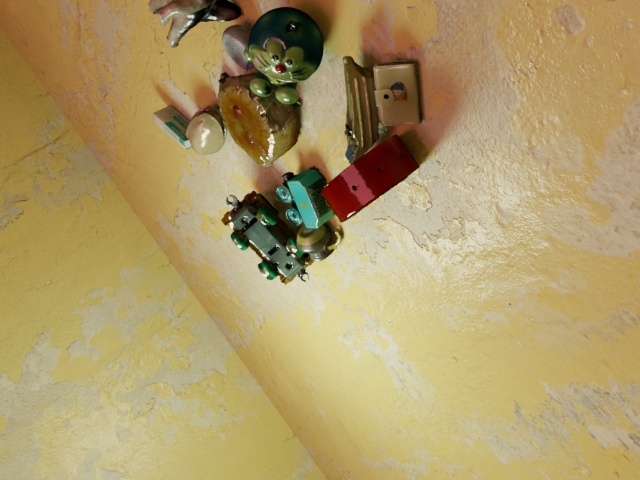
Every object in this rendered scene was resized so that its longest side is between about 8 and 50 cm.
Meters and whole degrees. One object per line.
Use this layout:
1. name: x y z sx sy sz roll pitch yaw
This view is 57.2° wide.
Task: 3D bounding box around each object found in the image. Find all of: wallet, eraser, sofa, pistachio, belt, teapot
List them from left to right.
1. eraser: -0.589 -0.469 2.432 0.225 0.095 0.052 41 148 23
2. pistachio: -0.436 -0.416 2.239 0.152 0.126 0.223 17 141 -2
3. sofa: -0.338 -0.504 2.059 0.085 0.060 0.147 48 151 14
4. teapot: 0.000 0.000 2.045 0.165 0.130 0.119 -10 133 25
5. belt: 0.120 -0.156 1.572 0.115 0.227 0.324 56 150 2
6. wallet: 0.186 -0.356 1.425 0.110 0.039 0.155 1 127 18

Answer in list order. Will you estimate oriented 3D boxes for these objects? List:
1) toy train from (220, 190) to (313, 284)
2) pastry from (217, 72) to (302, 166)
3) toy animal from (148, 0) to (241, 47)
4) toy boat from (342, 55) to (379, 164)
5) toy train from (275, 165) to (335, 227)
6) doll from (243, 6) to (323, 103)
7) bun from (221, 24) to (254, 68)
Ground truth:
1. toy train: -0.191 -0.018 2.194 0.429 0.178 0.249 47 -167 -13
2. pastry: -0.203 -0.399 1.888 0.329 0.136 0.330 38 149 28
3. toy animal: -0.348 -0.720 1.701 0.194 0.302 0.344 65 174 -8
4. toy boat: 0.103 -0.336 1.523 0.111 0.084 0.276 -102 6 -55
5. toy train: -0.047 -0.138 1.961 0.163 0.112 0.203 3 126 48
6. doll: -0.101 -0.504 1.580 0.198 0.186 0.322 15 169 -15
7. bun: -0.233 -0.593 1.789 0.141 0.083 0.141 43 159 21
